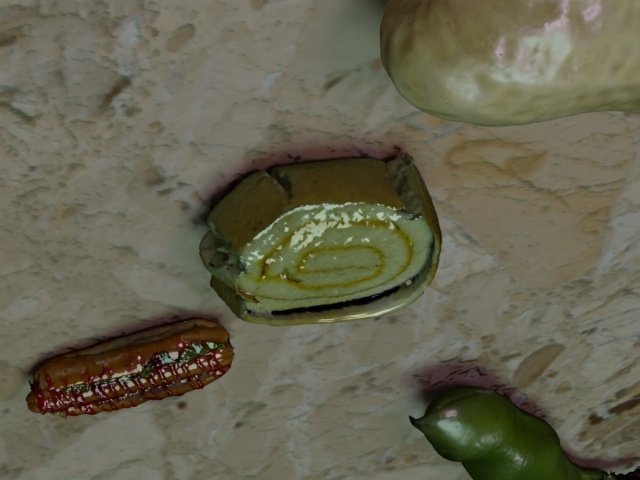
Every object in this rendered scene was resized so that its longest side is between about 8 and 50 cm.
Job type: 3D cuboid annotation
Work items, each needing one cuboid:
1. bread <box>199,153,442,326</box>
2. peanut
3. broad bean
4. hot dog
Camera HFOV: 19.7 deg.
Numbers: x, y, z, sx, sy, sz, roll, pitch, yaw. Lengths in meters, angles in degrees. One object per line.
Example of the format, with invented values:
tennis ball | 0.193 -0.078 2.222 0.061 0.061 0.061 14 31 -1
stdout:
bread | 0.000 0.000 1.163 0.156 0.064 0.117 -2 135 -20
peanut | 0.166 -0.132 1.040 0.275 0.111 0.125 -8 126 -20
broad bean | 0.172 0.165 1.457 0.318 0.056 0.098 15 125 -44
hot dog | -0.128 0.090 1.241 0.144 0.038 0.062 -14 143 -6
